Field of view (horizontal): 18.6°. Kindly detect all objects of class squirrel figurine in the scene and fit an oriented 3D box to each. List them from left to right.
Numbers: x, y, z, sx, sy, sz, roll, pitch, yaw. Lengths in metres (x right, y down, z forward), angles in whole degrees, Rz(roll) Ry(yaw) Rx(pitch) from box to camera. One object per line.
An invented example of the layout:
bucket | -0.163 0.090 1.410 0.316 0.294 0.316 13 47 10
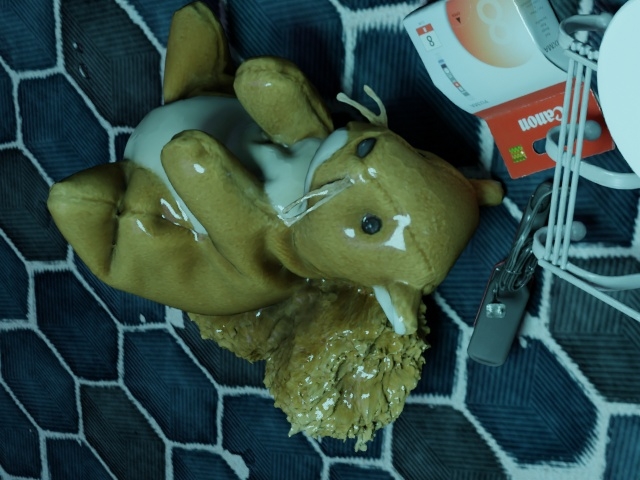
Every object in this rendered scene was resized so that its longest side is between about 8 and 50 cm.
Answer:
squirrel figurine | 0.000 0.000 1.878 0.370 0.281 0.397 9 137 34

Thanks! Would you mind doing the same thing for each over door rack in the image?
over door rack | 0.306 -0.015 1.563 0.324 0.108 0.239 42 143 41

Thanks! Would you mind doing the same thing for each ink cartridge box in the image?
ink cartridge box | 0.162 -0.139 1.713 0.145 0.045 0.179 -17 100 54

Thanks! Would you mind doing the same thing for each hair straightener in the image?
hair straightener | 0.183 0.037 1.789 0.047 0.089 0.230 21 133 -1

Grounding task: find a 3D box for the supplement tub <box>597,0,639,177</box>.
supplement tub | 0.333 -0.142 1.312 0.191 0.272 0.191 29 135 34
